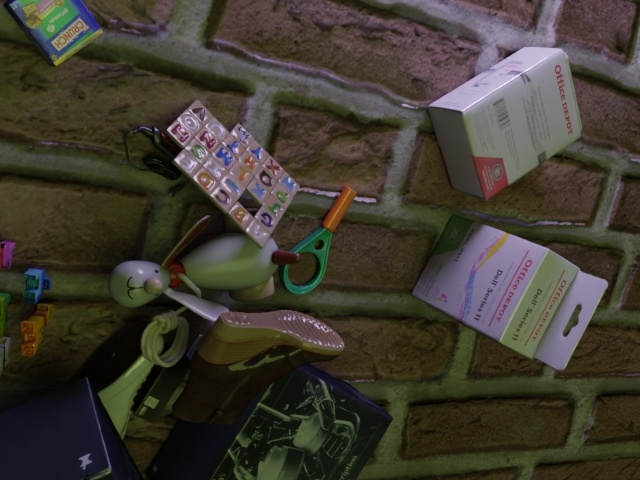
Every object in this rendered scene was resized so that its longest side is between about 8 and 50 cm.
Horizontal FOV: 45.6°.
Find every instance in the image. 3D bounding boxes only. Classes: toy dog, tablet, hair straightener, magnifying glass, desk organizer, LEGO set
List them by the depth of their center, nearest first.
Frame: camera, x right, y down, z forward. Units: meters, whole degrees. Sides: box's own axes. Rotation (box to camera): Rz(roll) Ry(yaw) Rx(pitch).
[{"bbox_3d":[-0.465,0.102,1.196,0.086,0.093,0.227,8,108,-1],"label":"LEGO set"},{"bbox_3d":[-0.163,0.051,1.252,0.333,0.160,0.220,-43,122,-40],"label":"toy dog"},{"bbox_3d":[-0.234,-0.115,1.280,0.230,0.047,0.089,31,88,-34],"label":"hair straightener"},{"bbox_3d":[-0.288,0.254,1.363,0.047,0.050,0.130,35,86,-34],"label":"desk organizer"},{"bbox_3d":[-0.208,0.215,1.426,0.083,0.006,0.054,35,86,-34],"label":"tablet"},{"bbox_3d":[0.000,0.000,1.474,0.092,0.026,0.231,32,86,-34],"label":"magnifying glass"}]

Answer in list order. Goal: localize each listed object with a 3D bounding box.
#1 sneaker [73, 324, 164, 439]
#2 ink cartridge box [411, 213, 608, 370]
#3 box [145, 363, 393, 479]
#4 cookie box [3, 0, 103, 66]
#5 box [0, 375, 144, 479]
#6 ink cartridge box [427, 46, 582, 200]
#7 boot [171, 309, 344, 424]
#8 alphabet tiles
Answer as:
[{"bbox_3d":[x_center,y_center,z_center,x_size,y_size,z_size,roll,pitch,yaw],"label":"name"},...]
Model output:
[{"bbox_3d":[-0.357,0.270,1.305,0.290,0.106,0.123,-46,130,0],"label":"sneaker"},{"bbox_3d":[0.367,0.096,1.528,0.119,0.353,0.207,27,90,-35],"label":"ink cartridge box"},{"bbox_3d":[-0.093,0.393,1.446,0.312,0.179,0.343,34,86,-35],"label":"box"},{"bbox_3d":[-0.391,-0.326,1.122,0.092,0.040,0.107,-42,123,-14],"label":"cookie box"},{"bbox_3d":[-0.416,0.463,1.186,0.293,0.212,0.396,-22,128,-13],"label":"box"},{"bbox_3d":[0.386,-0.245,1.574,0.283,0.117,0.207,-33,119,-18],"label":"ink cartridge box"},{"bbox_3d":[-0.102,0.215,1.255,0.248,0.090,0.207,12,118,-30],"label":"boot"},{"bbox_3d":[-0.146,-0.123,1.266,0.237,0.009,0.198,46,37,-14],"label":"alphabet tiles"}]
